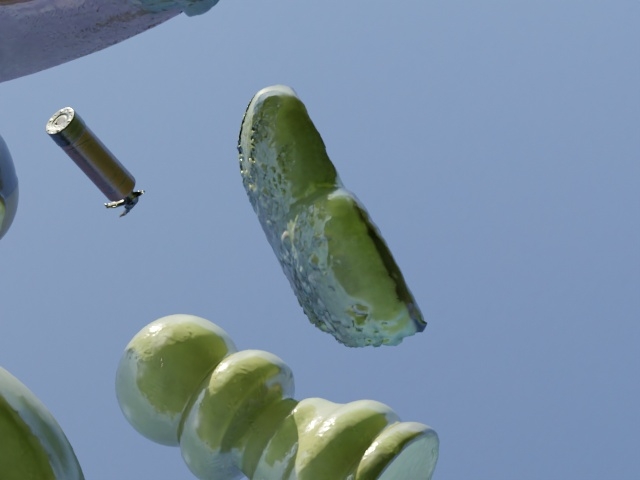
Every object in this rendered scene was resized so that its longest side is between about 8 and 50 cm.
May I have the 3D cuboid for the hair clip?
[{"bbox_3d":[-0.231,-0.165,1.416,0.359,0.110,0.095,-19,-83,4],"label":"hair clip"}]

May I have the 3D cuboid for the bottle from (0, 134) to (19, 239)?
[{"bbox_3d":[-0.356,-0.142,1.619,0.171,0.351,0.171,-14,-155,6],"label":"bottle"}]

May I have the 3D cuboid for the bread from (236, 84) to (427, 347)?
[{"bbox_3d":[0.000,0.000,1.374,0.064,0.172,0.232,-24,-124,-8],"label":"bread"}]

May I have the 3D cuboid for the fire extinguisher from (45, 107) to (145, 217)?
[{"bbox_3d":[-0.136,-0.045,1.166,0.028,0.083,0.022,-22,-139,21],"label":"fire extinguisher"}]

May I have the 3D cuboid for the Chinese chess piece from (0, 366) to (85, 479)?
[{"bbox_3d":[-0.252,0.175,1.082,0.250,0.101,0.250,0,-96,0],"label":"Chinese chess piece"}]

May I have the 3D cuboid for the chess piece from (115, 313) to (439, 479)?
[{"bbox_3d":[-0.048,0.145,1.497,0.251,0.144,0.144,31,-123,23],"label":"chess piece"}]
